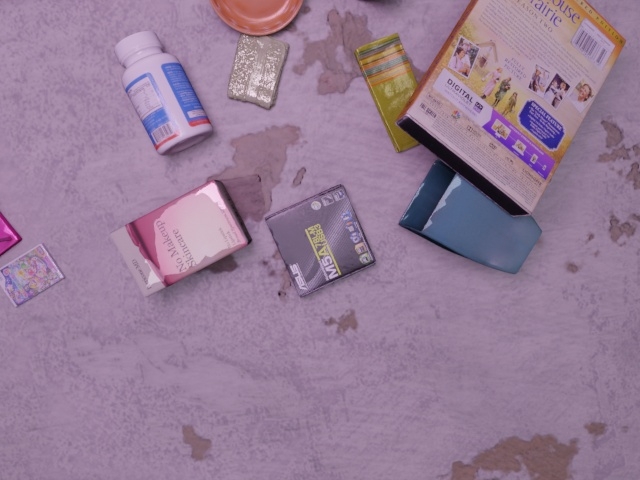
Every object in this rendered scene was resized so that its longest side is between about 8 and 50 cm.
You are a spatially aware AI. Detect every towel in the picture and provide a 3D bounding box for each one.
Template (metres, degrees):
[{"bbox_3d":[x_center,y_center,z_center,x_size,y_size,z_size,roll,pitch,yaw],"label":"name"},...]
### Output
[{"bbox_3d":[0.164,-0.316,1.127,0.102,0.021,0.237,-24,96,0],"label":"towel"},{"bbox_3d":[-0.134,-0.360,1.104,0.109,0.027,0.148,15,94,-3],"label":"towel"}]

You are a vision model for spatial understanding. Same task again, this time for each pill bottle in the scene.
[{"bbox_3d":[-0.317,-0.294,1.052,0.124,0.124,0.222,-25,95,-1],"label":"pill bottle"}]

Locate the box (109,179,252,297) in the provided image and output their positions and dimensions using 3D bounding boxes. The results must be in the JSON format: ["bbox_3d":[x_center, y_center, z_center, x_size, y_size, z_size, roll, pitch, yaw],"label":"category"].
[{"bbox_3d":[-0.277,-0.008,1.075,0.232,0.127,0.149,-28,96,-1],"label":"box"}]

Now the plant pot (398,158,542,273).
[{"bbox_3d":[0.320,-0.040,1.093,0.234,0.165,0.166,30,93,-10],"label":"plant pot"}]

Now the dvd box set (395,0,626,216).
[{"bbox_3d":[0.366,-0.302,0.988,0.307,0.062,0.421,34,80,-13],"label":"dvd box set"}]

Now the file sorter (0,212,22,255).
[{"bbox_3d":[-0.795,-0.050,1.016,0.202,0.182,0.291,-37,96,1],"label":"file sorter"}]

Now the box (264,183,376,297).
[{"bbox_3d":[0.000,0.000,1.132,0.184,0.045,0.191,-23,95,-3],"label":"box"}]

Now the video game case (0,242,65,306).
[{"bbox_3d":[-0.622,0.074,1.121,0.122,0.011,0.087,-31,96,0],"label":"video game case"}]

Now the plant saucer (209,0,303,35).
[{"bbox_3d":[-0.128,-0.515,1.043,0.199,0.037,0.200,-5,119,-8],"label":"plant saucer"}]

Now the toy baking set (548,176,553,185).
[{"bbox_3d":[0.441,-0.214,1.145,0.196,0.030,0.256,24,93,-5],"label":"toy baking set"}]
